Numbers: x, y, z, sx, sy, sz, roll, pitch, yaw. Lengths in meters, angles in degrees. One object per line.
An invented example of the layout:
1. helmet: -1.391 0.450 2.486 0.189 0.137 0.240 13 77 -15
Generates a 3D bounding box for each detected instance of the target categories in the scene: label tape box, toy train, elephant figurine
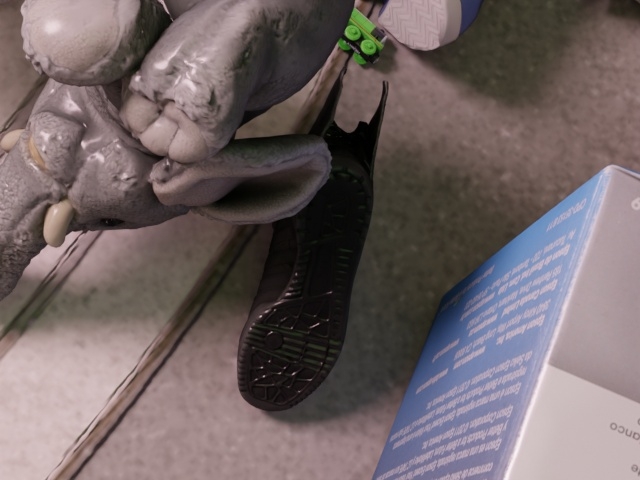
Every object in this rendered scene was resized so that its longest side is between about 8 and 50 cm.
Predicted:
1. label tape box: 0.078 0.168 0.717 0.115 0.249 0.347 22 72 -6
2. toy train: 0.004 -0.132 0.901 0.083 0.017 0.023 42 61 0
3. elephant figurine: -0.078 -0.069 0.762 0.186 0.239 0.169 15 58 0

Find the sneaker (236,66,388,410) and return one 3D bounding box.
1. sneaker: -0.003 -0.001 0.842 0.051 0.089 0.170 16 110 -8

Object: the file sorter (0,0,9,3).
1. file sorter: -0.249 -0.261 0.795 0.193 0.173 0.277 -13 79 -15

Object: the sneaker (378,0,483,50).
1. sneaker: 0.051 -0.278 0.903 0.182 0.127 0.315 -31 91 -21

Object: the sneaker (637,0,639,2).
1. sneaker: 0.241 -0.123 0.931 0.192 0.064 0.086 36 79 -1
